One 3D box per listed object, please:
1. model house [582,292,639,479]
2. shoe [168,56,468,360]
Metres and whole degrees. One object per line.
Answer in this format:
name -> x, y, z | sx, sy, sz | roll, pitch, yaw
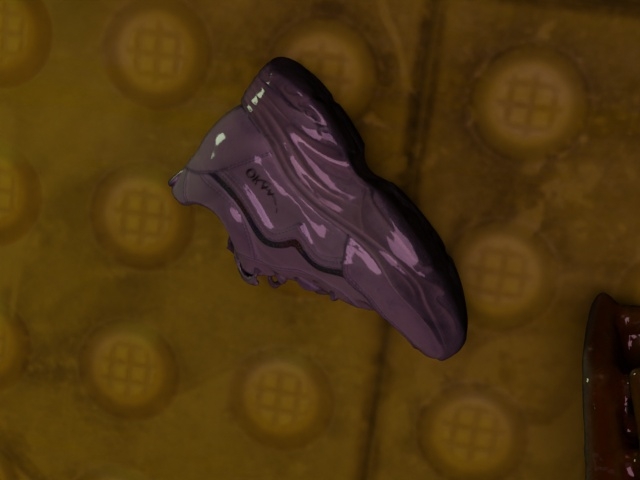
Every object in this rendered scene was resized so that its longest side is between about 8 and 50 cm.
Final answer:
model house -> 0.291, 0.152, 0.640 | 0.229, 0.199, 0.219 | -8, 112, 16
shoe -> 0.000, 0.000, 0.712 | 0.137, 0.095, 0.245 | -37, 89, 19
